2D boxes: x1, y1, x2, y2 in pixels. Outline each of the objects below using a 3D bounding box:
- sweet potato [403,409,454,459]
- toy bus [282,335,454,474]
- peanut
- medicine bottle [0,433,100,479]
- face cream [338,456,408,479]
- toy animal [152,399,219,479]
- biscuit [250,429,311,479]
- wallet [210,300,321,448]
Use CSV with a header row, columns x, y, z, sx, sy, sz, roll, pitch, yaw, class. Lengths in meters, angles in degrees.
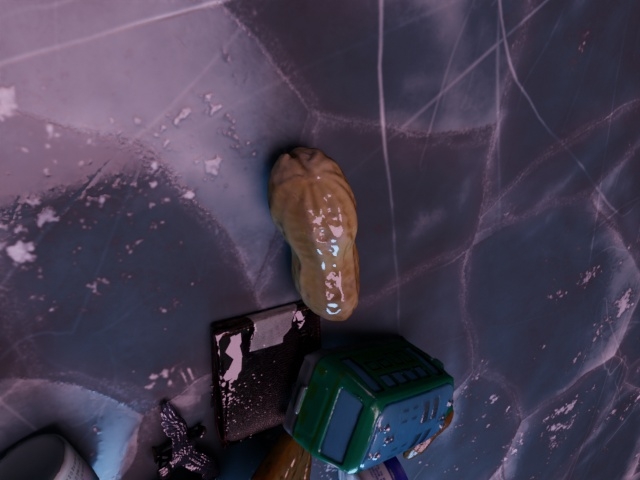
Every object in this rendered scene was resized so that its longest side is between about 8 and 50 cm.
x,y,z,sx,sy,sz,roll,pitch,yaw,class
0.283,0.500,1.379,0.182,0.053,0.054,-37,90,-13,sweet potato
0.115,0.310,1.031,0.343,0.199,0.184,2,109,-49,toy bus
0.000,0.000,0.876,0.149,0.149,0.314,-22,125,-20,peanut
-0.423,0.406,0.835,0.135,0.135,0.169,-29,126,-16,medicine bottle
0.124,0.582,1.223,0.111,0.206,0.206,-16,122,-20,face cream
-0.255,0.385,0.974,0.107,0.062,0.220,-28,120,-15,toy animal
-0.095,0.539,1.048,0.359,0.046,0.360,18,90,-71,biscuit
-0.095,0.253,1.003,0.220,0.071,0.263,-10,114,-26,wallet
